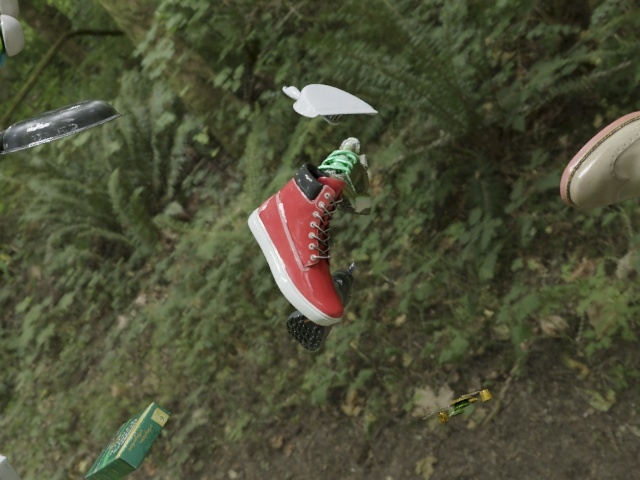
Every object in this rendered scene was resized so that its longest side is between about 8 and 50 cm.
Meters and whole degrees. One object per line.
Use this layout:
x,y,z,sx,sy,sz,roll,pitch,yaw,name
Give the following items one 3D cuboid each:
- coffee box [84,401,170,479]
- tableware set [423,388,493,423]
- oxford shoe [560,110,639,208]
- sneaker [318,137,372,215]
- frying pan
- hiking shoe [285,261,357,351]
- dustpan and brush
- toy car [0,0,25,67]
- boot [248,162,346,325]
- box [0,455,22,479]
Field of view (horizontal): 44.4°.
-0.327,0.349,1.328,0.184,0.040,0.113,-38,17,49,coffee box
0.279,0.329,1.538,0.154,0.104,0.024,-48,55,50,tableware set
0.533,-0.130,1.181,0.348,0.123,0.130,-25,34,-4,oxford shoe
0.039,-0.164,1.889,0.410,0.158,0.182,1,-82,-79,sneaker
-0.472,-0.170,1.261,0.326,0.053,0.197,-9,18,21,frying pan
0.012,0.128,1.470,0.114,0.086,0.227,-39,-9,-34,hiking shoe
-0.009,-0.268,1.507,0.211,0.147,0.060,46,131,38,dustpan and brush
-0.644,-0.391,1.477,0.136,0.159,0.182,114,141,-60,toy car
0.000,0.000,1.265,0.176,0.088,0.244,-42,66,25,boot
-0.451,0.349,1.035,0.087,0.102,0.101,0,32,37,box
